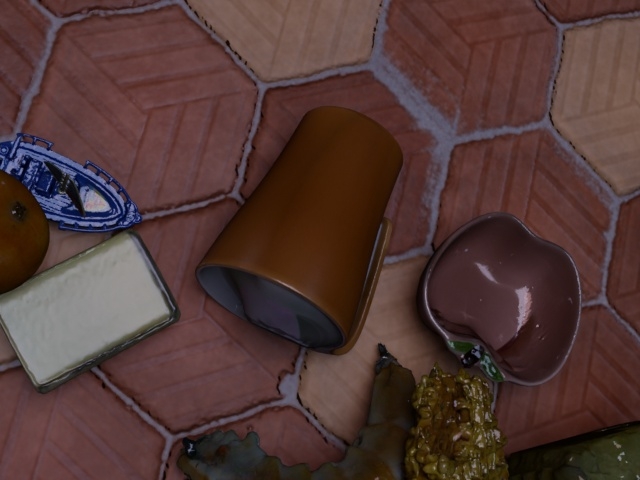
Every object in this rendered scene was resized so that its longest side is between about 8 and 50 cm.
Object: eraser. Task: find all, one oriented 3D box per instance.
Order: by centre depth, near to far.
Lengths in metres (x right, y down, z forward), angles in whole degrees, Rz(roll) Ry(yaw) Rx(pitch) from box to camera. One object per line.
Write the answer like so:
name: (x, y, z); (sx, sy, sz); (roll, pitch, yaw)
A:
eraser: (-0.253, 0.076, 0.945); (0.172, 0.058, 0.117); (-29, 88, -19)

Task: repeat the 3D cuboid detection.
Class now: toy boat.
toy boat: (-0.274, -0.055, 0.935); (0.174, 0.110, 0.091); (22, 78, -13)

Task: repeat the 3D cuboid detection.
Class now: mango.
mango: (-0.383, -0.016, 0.868); (0.221, 0.152, 0.120); (10, 42, 3)

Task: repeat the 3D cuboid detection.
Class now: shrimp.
shrimp: (0.005, 0.232, 0.950); (0.287, 0.068, 0.185); (-30, 53, -17)

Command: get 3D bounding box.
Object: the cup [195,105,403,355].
cup: (0.000, 0.000, 0.991); (0.226, 0.182, 0.264); (46, 61, -39)

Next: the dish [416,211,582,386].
dish: (0.207, 0.077, 1.063); (0.213, 0.090, 0.214); (4, 78, -18)

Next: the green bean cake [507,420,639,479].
green bean cake: (0.344, 0.282, 0.996); (0.236, 0.233, 0.124); (-9, 78, -18)

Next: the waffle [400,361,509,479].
waffle: (0.151, 0.240, 0.957); (0.197, 0.070, 0.193); (46, 45, -47)
